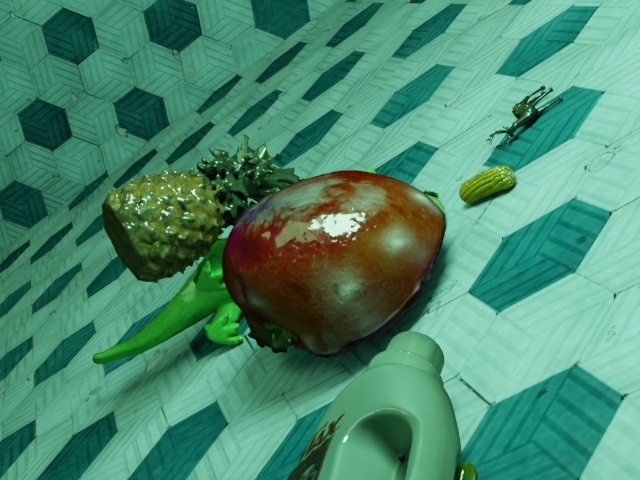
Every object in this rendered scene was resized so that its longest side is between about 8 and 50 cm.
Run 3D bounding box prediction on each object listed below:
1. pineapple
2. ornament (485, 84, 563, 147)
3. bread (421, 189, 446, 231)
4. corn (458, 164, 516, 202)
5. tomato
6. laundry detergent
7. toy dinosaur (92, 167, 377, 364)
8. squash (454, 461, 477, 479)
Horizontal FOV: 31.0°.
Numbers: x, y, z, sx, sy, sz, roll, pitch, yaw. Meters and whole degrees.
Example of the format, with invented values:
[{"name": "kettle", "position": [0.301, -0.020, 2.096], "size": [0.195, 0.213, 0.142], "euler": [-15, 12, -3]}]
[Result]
[{"name": "pineapple", "position": [-0.168, -0.065, 1.798], "size": [0.340, 0.169, 0.169], "euler": [-27, 10, -27]}, {"name": "ornament", "position": [0.294, -0.182, 1.705], "size": [0.125, 0.028, 0.073], "euler": [-40, 19, -2]}, {"name": "bread", "position": [0.061, 0.029, 1.672], "size": [0.301, 0.045, 0.301], "euler": [-34, 22, 16]}, {"name": "corn", "position": [0.228, -0.078, 1.588], "size": [0.092, 0.037, 0.037], "euler": [-28, 22, 45]}, {"name": "tomato", "position": [-0.005, -0.003, 1.549], "size": [0.289, 0.176, 0.335], "euler": [-49, 26, -20]}, {"name": "laundry detergent", "position": [0.047, 0.230, 1.087], "size": [0.264, 0.125, 0.398], "euler": [-44, 10, 43]}, {"name": "toy dinosaur", "position": [-0.165, 0.033, 1.973], "size": [0.500, 0.144, 0.374], "euler": [-19, 23, 39]}, {"name": "squash", "position": [0.129, 0.241, 1.076], "size": [0.027, 0.027, 0.083], "euler": [-29, 21, 33]}]
